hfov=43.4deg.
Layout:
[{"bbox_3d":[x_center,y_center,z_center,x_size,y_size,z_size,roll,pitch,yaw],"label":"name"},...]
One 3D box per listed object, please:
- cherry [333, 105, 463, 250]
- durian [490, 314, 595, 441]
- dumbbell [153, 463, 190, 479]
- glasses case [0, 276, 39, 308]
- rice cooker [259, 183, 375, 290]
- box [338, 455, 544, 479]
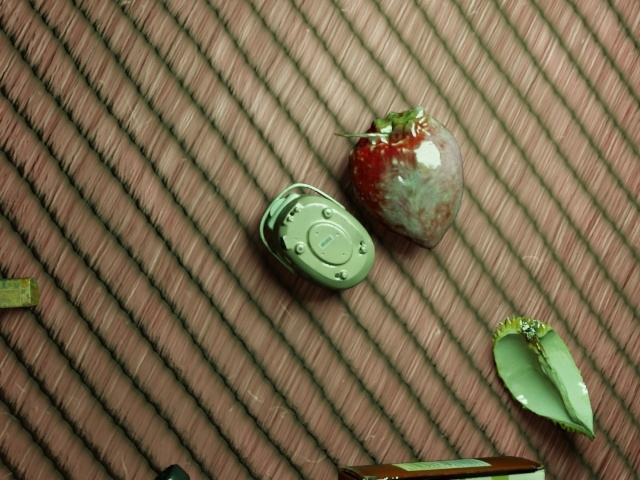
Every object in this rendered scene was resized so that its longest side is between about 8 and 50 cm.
[{"bbox_3d":[0.153,-0.100,1.375,0.192,0.175,0.249,-20,94,1],"label":"cherry"},{"bbox_3d":[0.408,0.234,1.430,0.145,0.139,0.252,-22,92,-13],"label":"durian"},{"bbox_3d":[-0.213,0.476,1.352,0.100,0.100,0.191,-43,95,-7],"label":"dumbbell"},{"bbox_3d":[-0.580,0.090,1.311,0.218,0.075,0.049,-3,89,-8],"label":"glasses case"},{"bbox_3d":[0.000,0.000,1.375,0.206,0.127,0.145,40,83,-15],"label":"rice cooker"},{"bbox_3d":[0.207,0.573,1.353,0.345,0.122,0.385,2,85,-20],"label":"box"}]
